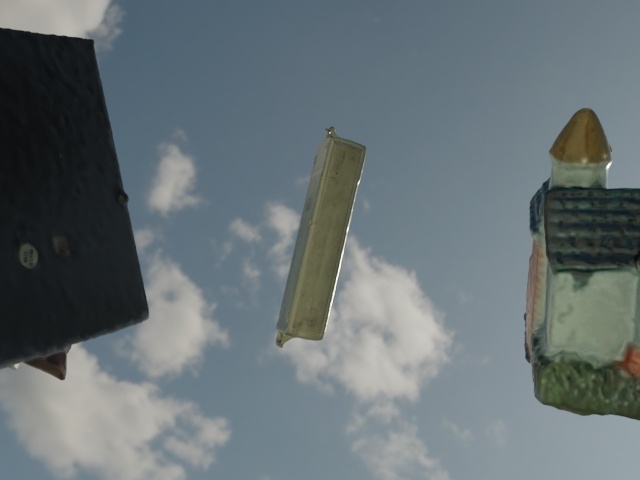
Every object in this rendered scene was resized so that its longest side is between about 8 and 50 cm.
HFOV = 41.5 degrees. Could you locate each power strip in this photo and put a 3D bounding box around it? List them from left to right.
[{"bbox_3d":[0.000,0.000,1.025,0.052,0.272,0.078,13,-6,-12],"label":"power strip"}]

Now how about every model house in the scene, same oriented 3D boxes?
[{"bbox_3d":[0.298,0.007,0.868,0.184,0.253,0.291,-2,-66,15],"label":"model house"}]

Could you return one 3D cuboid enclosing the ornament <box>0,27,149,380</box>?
[{"bbox_3d":[-0.216,0.000,0.422,0.196,0.153,0.166,-10,-88,30],"label":"ornament"}]
